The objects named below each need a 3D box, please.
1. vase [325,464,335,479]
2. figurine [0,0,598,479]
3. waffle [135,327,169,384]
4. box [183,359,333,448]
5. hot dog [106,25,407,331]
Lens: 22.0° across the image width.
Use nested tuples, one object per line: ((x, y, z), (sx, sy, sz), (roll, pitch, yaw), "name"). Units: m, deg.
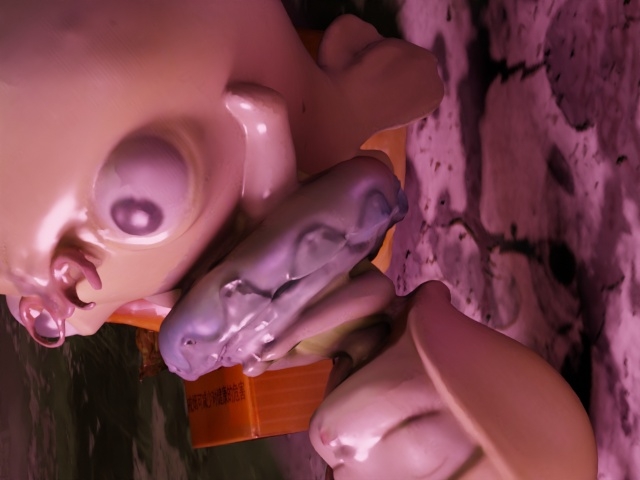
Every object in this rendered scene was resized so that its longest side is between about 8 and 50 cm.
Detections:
((0.012, 0.176, 1.012), (0.053, 0.053, 0.101), (-114, 32, -41), "vase")
((0.000, 0.000, 0.765), (0.394, 0.274, 0.226), (47, 142, 3), "figurine")
((-0.119, 0.056, 1.337), (0.161, 0.046, 0.192), (-115, 28, -44), "waffle")
((-0.056, 0.019, 1.131), (0.152, 0.070, 0.237), (153, 112, -68), "box")
((-0.151, -0.065, 0.988), (0.405, 0.223, 0.185), (18, 101, 44), "hot dog")
